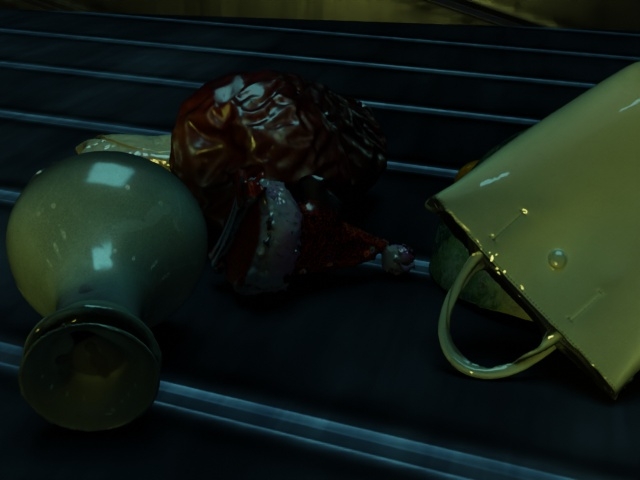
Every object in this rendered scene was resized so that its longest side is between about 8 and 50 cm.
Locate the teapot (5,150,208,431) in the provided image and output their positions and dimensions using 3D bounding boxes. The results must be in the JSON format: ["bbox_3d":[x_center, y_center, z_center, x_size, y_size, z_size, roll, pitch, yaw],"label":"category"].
[{"bbox_3d":[-0.185,0.043,0.921,0.184,0.183,0.251,-1,32,-6],"label":"teapot"}]

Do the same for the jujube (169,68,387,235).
[{"bbox_3d":[-0.039,-0.109,1.322,0.216,0.216,0.342,11,16,27],"label":"jujube"}]

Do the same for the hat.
[{"bbox_3d":[0.000,-0.004,1.129,0.227,0.140,0.129,7,26,-23],"label":"hat"}]

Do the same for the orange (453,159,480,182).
[{"bbox_3d":[0.205,-0.059,1.350,0.086,0.086,0.062,19,49,41],"label":"orange"}]

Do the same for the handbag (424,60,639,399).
[{"bbox_3d":[0.232,-0.002,0.950,0.315,0.109,0.241,-37,68,-11],"label":"handbag"}]

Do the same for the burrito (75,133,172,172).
[{"bbox_3d":[-0.217,-0.117,1.518,0.275,0.059,0.082,1,34,1],"label":"burrito"}]

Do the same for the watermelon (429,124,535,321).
[{"bbox_3d":[0.236,-0.014,1.117,0.176,0.256,0.260,45,11,-6],"label":"watermelon"}]
